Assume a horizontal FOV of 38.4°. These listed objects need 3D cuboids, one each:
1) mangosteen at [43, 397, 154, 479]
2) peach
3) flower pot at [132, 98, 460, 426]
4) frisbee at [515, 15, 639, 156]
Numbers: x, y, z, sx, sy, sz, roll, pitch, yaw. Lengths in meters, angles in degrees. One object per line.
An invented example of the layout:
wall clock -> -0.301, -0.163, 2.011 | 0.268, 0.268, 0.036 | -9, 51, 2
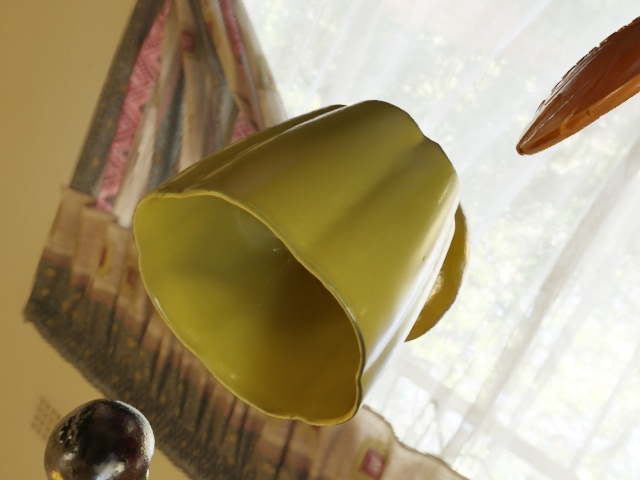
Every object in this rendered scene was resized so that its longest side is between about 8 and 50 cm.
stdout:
mangosteen -> -0.294, 0.294, 1.248 | 0.152, 0.153, 0.152 | 22, -167, -5
peach -> 0.085, 0.014, 1.226 | 0.251, 0.251, 0.153 | 32, -179, 33
flower pot -> 0.000, 0.000, 0.638 | 0.195, 0.195, 0.179 | 29, -130, 23
frisbee -> 0.205, -0.124, 0.616 | 0.035, 0.192, 0.192 | 53, -167, -3
